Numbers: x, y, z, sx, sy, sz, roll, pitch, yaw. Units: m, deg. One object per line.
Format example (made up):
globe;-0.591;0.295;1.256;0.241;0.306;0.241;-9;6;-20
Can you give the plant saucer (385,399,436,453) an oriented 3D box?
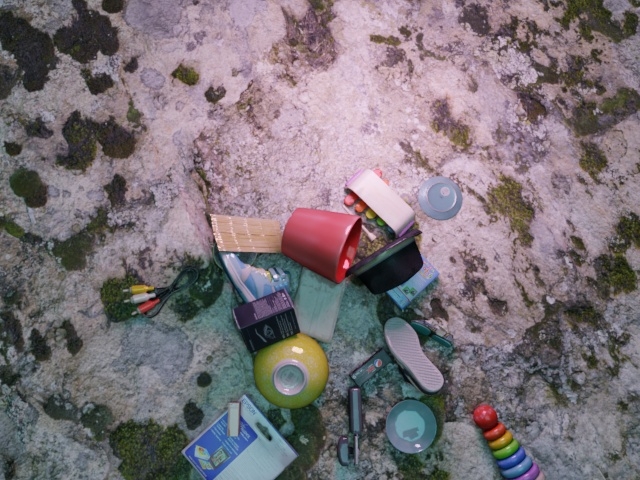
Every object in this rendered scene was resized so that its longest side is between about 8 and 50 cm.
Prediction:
plant saucer;0.341;0.704;1.892;0.195;0.037;0.194;1;81;-4

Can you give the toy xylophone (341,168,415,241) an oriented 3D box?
toy xylophone;0.221;-0.138;2.004;0.236;0.081;0.322;-36;85;-9

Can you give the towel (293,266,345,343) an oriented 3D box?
towel;-0.014;0.244;1.942;0.187;0.049;0.281;16;81;0

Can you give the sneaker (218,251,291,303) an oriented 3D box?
sneaker;-0.234;0.125;1.881;0.208;0.127;0.318;-34;114;-13

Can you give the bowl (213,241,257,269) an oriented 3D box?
bowl;-0.336;0.032;1.926;0.170;0.080;0.169;-5;106;-18

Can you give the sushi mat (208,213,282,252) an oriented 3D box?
sushi mat;-0.268;-0.022;1.876;0.317;0.019;0.151;3;63;-42

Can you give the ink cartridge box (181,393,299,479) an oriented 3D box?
ink cartridge box;-0.292;0.777;1.823;0.307;0.072;0.303;-41;83;-12

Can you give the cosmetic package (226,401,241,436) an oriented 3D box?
cosmetic package;-0.311;0.640;1.787;0.041;0.060;0.114;1;76;-2

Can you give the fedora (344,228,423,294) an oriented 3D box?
fedora;0.262;0.097;1.856;0.334;0.334;0.152;-31;84;-8

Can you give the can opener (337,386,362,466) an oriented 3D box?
can opener;0.108;0.696;1.859;0.095;0.076;0.283;-1;79;-5

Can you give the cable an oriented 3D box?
cable;-0.595;0.202;1.896;0.288;0.072;0.139;-21;88;-7

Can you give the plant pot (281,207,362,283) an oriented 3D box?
plant pot;0.000;0.000;1.881;0.243;0.275;0.274;19;79;14

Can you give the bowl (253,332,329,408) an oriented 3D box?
bowl;-0.109;0.489;1.819;0.290;0.156;0.289;0;88;-2

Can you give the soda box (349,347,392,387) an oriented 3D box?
soda box;0.193;0.488;1.910;0.169;0.053;0.060;-37;85;-8

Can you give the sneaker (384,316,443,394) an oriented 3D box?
sneaker;0.341;0.452;1.902;0.126;0.127;0.321;-22;58;-13

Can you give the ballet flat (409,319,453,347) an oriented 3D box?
ballet flat;0.439;0.351;1.954;0.189;0.070;0.070;32;80;0

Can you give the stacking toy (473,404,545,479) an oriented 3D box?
stacking toy;0.690;0.775;1.870;0.141;0.141;0.330;-30;76;-8

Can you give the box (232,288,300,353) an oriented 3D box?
box;-0.194;0.292;1.805;0.207;0.153;0.108;-20;42;-11

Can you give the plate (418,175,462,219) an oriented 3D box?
plate;0.499;-0.179;2.061;0.188;0.024;0.188;0;80;-3

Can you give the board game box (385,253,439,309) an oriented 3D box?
board game box;0.345;0.147;1.986;0.211;0.039;0.160;-41;85;-8
